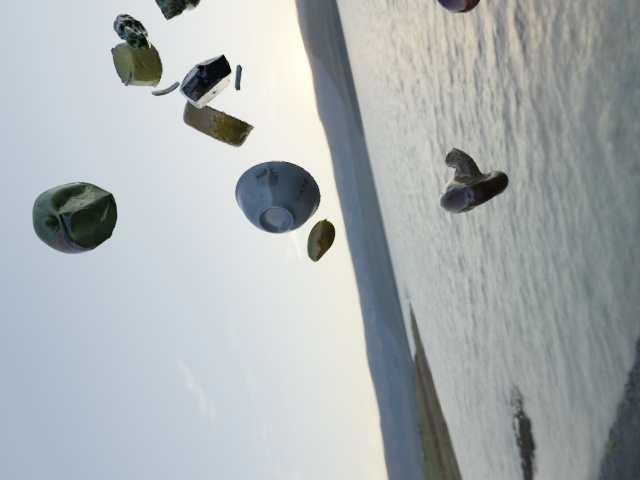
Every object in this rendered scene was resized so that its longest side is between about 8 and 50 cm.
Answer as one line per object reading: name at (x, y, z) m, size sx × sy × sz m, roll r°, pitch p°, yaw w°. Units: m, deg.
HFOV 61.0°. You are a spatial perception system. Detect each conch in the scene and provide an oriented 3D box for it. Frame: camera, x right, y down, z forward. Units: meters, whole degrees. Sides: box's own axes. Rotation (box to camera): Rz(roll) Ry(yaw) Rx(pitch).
conch at (-0.494, -0.850, 1.897) m, size 0.124 × 0.181 × 0.187 m, roll 50°, pitch 170°, yaw -2°

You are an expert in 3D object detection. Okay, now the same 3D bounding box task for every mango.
mango at (0.000, 0.000, 2.056) m, size 0.066 × 0.101 × 0.187 m, roll -116°, pitch 46°, yaw -63°

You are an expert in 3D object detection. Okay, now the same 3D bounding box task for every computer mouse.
computer mouse at (-0.255, -0.354, 1.198) m, size 0.073 × 0.122 × 0.217 m, roll 47°, pitch 177°, yaw -14°

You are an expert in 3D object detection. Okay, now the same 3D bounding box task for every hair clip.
hair clip at (-0.703, -0.688, 2.472) m, size 0.054 × 0.137 × 0.022 m, roll 45°, pitch 157°, yaw 40°

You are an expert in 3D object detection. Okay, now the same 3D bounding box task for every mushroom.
mushroom at (0.580, -0.214, 2.129) m, size 0.254 × 0.267 × 0.267 m, roll 38°, pitch -161°, yaw -15°

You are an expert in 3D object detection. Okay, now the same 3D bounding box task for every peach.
peach at (0.390, -0.736, 1.570) m, size 0.152 × 0.152 × 0.152 m, roll -12°, pitch -90°, yaw -84°

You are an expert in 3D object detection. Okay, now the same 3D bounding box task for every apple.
apple at (-0.682, -0.061, 1.515) m, size 0.207 × 0.174 × 0.188 m, roll 43°, pitch -149°, yaw 1°

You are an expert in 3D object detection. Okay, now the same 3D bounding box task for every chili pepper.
chili pepper at (-0.652, -0.721, 1.894) m, size 0.253 × 0.099 × 0.083 m, roll 47°, pitch 124°, yaw 44°

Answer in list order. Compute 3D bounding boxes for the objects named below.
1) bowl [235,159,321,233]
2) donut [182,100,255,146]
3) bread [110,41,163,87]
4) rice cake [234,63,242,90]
bowl at (-0.171, -0.130, 2.122) m, size 0.157 × 0.346 × 0.345 m, roll -89°, pitch -14°, yaw -48°
donut at (-0.395, -0.444, 2.066) m, size 0.277 × 0.278 × 0.108 m, roll -43°, pitch -22°, yaw -83°
bread at (-0.725, -0.702, 2.168) m, size 0.171 × 0.197 × 0.197 m, roll -24°, pitch -74°, yaw -40°
rice cake at (-0.290, -0.575, 1.921) m, size 0.022 × 0.022 × 0.121 m, roll 51°, pitch 156°, yaw 13°
